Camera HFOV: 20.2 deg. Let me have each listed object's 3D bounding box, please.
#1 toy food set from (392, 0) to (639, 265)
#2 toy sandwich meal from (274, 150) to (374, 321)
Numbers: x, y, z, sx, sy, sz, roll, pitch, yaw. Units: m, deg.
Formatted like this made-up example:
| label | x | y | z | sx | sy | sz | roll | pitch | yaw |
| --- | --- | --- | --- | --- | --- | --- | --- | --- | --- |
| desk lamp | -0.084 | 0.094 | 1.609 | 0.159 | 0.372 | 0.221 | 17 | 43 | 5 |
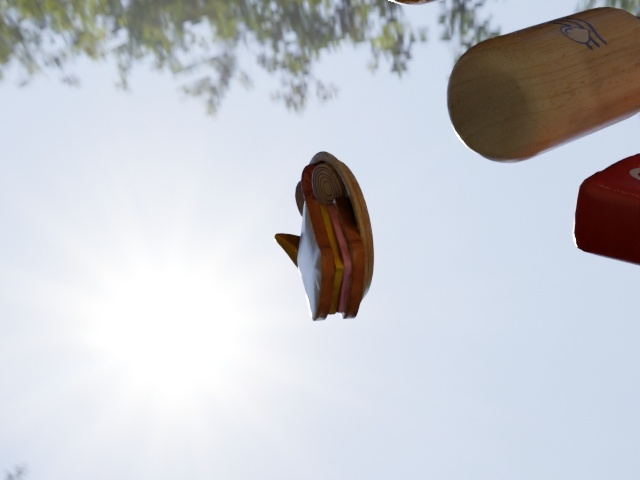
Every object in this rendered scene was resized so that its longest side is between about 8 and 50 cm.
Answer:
| label | x | y | z | sx | sy | sz | roll | pitch | yaw |
| --- | --- | --- | --- | --- | --- | --- | --- | --- | --- |
| toy food set | 0.132 | -0.055 | 0.544 | 0.232 | 0.104 | 0.111 | 12 | -69 | 34 |
| toy sandwich meal | 0.000 | 0.000 | 0.837 | 0.029 | 0.085 | 0.086 | -10 | -109 | -19 |
